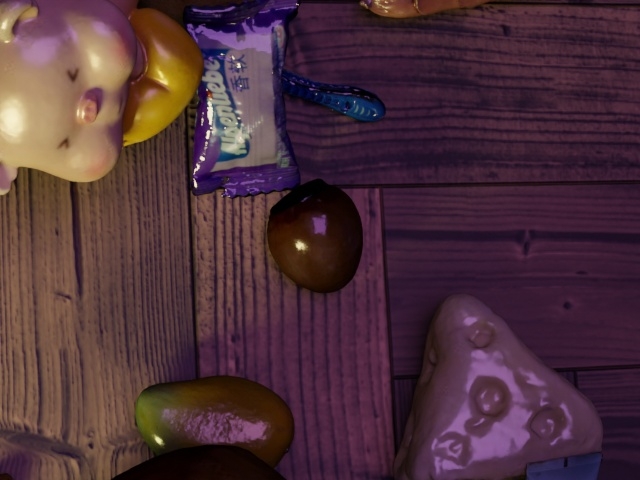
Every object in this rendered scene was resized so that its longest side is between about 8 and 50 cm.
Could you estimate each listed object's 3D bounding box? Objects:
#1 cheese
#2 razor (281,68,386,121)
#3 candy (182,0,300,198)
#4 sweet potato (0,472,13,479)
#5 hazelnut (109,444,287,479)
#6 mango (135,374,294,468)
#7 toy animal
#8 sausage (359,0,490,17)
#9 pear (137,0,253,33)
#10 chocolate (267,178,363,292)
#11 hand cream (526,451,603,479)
[{"bbox_3d":[0.231,0.196,1.676,0.247,0.173,0.251,9,74,-10],"label":"cheese"},{"bbox_3d":[-0.071,-0.209,1.736,0.324,0.093,0.056,11,43,-13],"label":"razor"},{"bbox_3d":[-0.094,-0.178,1.667,0.145,0.070,0.275,-6,119,-10],"label":"candy"},{"bbox_3d":[-0.465,0.415,1.526,0.359,0.112,0.112,-43,92,-17],"label":"sweet potato"},{"bbox_3d":[-0.137,0.445,1.480,0.420,0.353,0.421,3,101,19],"label":"hazelnut"},{"bbox_3d":[-0.129,0.223,1.634,0.194,0.092,0.130,19,79,-4],"label":"mango"},{"bbox_3d":[-0.275,-0.218,1.501,0.277,0.247,0.345,12,104,1],"label":"toy animal"},{"bbox_3d":[0.252,-0.361,1.811,0.433,0.088,0.088,-11,84,-14],"label":"sausage"},{"bbox_3d":[-0.151,-0.370,1.669,0.211,0.188,0.229,-18,79,-26],"label":"pear"},{"bbox_3d":[0.000,0.000,1.700,0.124,0.127,0.133,-34,105,14],"label":"chocolate"},{"bbox_3d":[0.275,0.405,1.642,0.111,0.070,0.312,-1,104,-26],"label":"hand cream"}]
